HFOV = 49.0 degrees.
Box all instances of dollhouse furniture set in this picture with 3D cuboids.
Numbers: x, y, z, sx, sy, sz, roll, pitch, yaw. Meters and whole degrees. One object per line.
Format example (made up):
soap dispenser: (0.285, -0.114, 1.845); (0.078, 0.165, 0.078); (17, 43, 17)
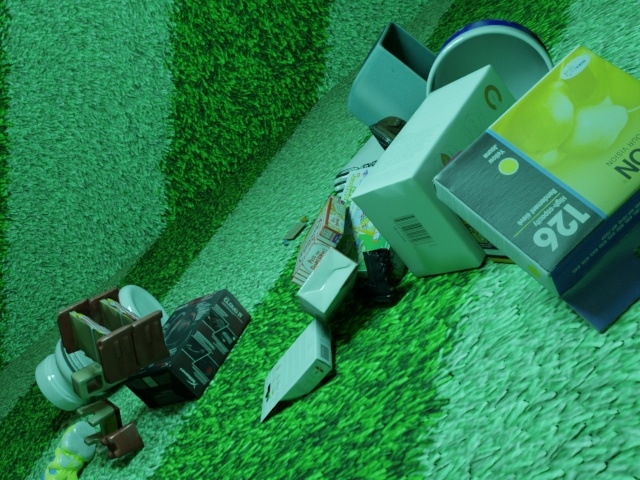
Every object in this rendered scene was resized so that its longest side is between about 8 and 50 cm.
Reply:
dollhouse furniture set: (-0.445, 0.315, 1.573); (0.201, 0.374, 0.152); (21, 33, 41)

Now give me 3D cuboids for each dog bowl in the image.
dog bowl: (0.362, -0.328, 1.494); (0.265, 0.265, 0.104); (-31, 18, 27)

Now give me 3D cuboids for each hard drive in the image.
hard drive: (0.209, -0.251, 1.948); (0.233, 0.047, 0.353); (-49, 21, -23)

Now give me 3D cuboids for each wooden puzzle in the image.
wooden puzzle: (-0.072, -0.026, 2.034); (0.116, 0.014, 0.078); (-46, 15, -17)

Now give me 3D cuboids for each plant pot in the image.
plant pot: (0.219, -0.469, 2.150); (0.252, 0.247, 0.248); (-48, 11, 35)

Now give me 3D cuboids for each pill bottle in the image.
pill bottle: (-0.618, 0.311, 2.011); (0.363, 0.210, 0.210); (-38, 19, 8)

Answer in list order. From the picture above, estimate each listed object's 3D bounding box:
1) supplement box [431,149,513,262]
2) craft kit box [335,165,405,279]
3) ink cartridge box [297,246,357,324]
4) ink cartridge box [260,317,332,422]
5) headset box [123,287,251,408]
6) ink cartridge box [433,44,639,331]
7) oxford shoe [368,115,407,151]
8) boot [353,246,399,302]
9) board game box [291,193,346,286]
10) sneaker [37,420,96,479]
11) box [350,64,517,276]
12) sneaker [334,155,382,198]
supplement box: (0.285, -0.056, 1.145); (0.081, 0.188, 0.104); (-46, 20, -19)
craft kit box: (0.113, -0.042, 1.498); (0.246, 0.061, 0.250); (-8, 62, 61)
ink cartridge box: (0.016, 0.099, 1.398); (0.115, 0.067, 0.198); (-54, -10, -12)
ink cartridge box: (-0.045, 0.254, 1.339); (0.179, 0.045, 0.145); (-54, 15, 20)
headset box: (-0.317, 0.252, 1.720); (0.218, 0.110, 0.293); (-22, 26, 42)
ink cartridge box: (0.368, -0.085, 0.966); (0.303, 0.072, 0.307); (-42, 57, -5)
oxford shoe: (0.190, -0.294, 1.887); (0.096, 0.083, 0.227); (-32, 21, 9)
boot: (0.100, 0.067, 1.350); (0.045, 0.099, 0.121); (-18, 7, -36)
board game box: (0.000, 0.000, 1.492); (0.147, 0.045, 0.193); (-59, 8, 21)
sneaker: (-0.628, 0.544, 1.688); (0.126, 0.091, 0.240); (-34, 21, 20)
box: (0.252, -0.131, 1.334); (0.168, 0.215, 0.345); (-15, 30, 52)
sneaker: (0.184, -0.161, 1.723); (0.281, 0.106, 0.162); (-10, -3, 20)
